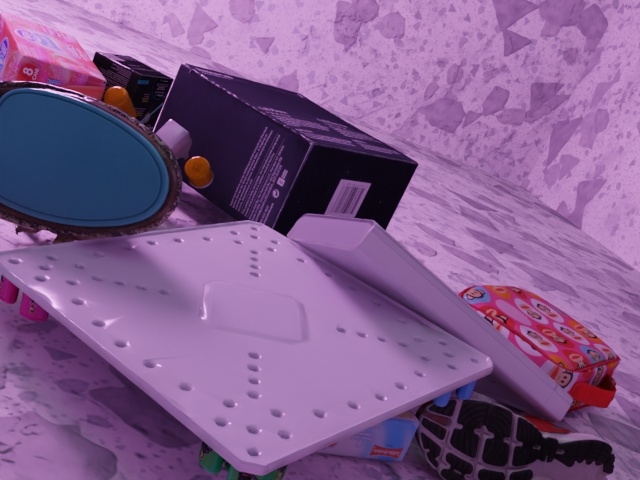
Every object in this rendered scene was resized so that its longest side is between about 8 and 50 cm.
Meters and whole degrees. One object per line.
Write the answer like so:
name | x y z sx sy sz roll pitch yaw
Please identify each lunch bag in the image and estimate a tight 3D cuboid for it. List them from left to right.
lunch bag | 0.348 0.178 1.394 0.258 0.120 0.293 36 18 33

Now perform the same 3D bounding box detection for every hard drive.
hard drive | 0.134 0.095 1.136 0.353 0.047 0.233 40 -11 -19

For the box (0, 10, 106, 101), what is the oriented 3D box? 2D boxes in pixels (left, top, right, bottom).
box | -0.482 -0.268 1.512 0.142 0.154 0.300 15 19 -32

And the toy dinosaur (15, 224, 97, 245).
toy dinosaur | -0.320 -0.015 1.115 0.183 0.053 0.092 26 14 2

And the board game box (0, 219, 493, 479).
board game box | -0.075 0.094 0.933 0.390 0.050 0.390 30 24 33

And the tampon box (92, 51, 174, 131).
tampon box | -0.362 -0.243 1.599 0.101 0.161 0.120 29 14 14

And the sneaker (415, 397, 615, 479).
sneaker | 0.214 0.248 1.052 0.279 0.107 0.118 21 -3 -25

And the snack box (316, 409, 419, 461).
snack box | -0.037 0.133 1.049 0.187 0.060 0.322 14 19 -28

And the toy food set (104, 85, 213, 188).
toy food set | -0.271 -0.135 1.429 0.232 0.111 0.104 36 -16 16

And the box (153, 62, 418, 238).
box | -0.061 -0.142 1.546 0.312 0.179 0.343 36 18 30

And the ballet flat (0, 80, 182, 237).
ballet flat | -0.387 -0.105 1.030 0.482 0.164 0.182 11 -6 0
